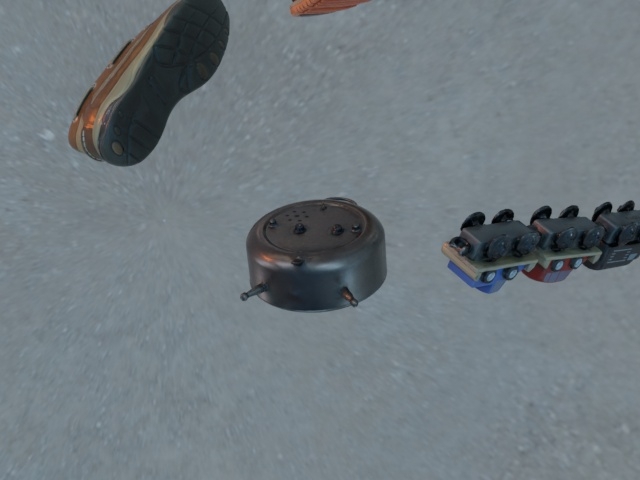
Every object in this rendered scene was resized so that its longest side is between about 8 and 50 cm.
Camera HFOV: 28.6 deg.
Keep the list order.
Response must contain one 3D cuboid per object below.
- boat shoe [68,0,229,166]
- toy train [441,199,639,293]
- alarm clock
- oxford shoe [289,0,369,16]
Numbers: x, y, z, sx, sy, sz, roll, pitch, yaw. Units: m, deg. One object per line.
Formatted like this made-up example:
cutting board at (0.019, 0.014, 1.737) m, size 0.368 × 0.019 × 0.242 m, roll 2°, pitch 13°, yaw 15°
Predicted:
boat shoe at (-0.251, -0.241, 1.787) m, size 0.324 × 0.119 × 0.123 m, roll -57°, pitch 136°, yaw -32°
toy train at (0.114, 0.003, 0.615) m, size 0.158 × 0.027 × 0.036 m, roll -5°, pitch 129°, yaw -44°
alarm clock at (0.000, 0.000, 1.179) m, size 0.129 × 0.192 × 0.064 m, roll 2°, pitch 117°, yaw 12°
oxford shoe at (0.072, -0.373, 1.405) m, size 0.130 × 0.363 × 0.133 m, roll -16°, pitch 78°, yaw -43°
